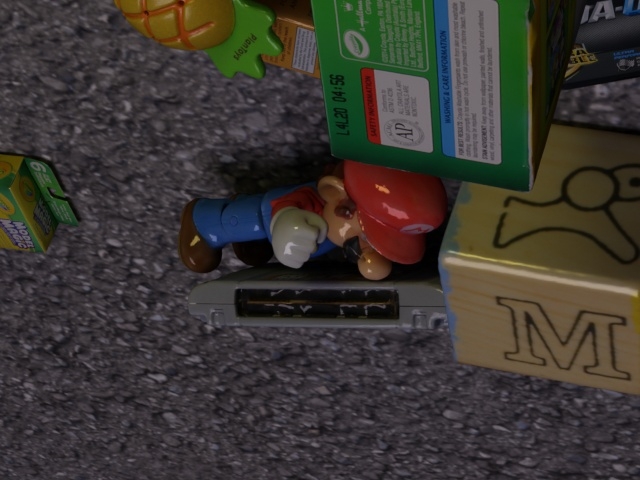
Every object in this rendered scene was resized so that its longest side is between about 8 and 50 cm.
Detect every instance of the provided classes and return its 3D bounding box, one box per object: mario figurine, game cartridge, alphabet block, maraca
[{"bbox_3d":[0.000,0.000,1.990,0.320,0.198,0.170,-11,123,45],"label":"mario figurine"},{"bbox_3d":[0.031,0.056,2.065,0.297,0.198,0.062,0,100,22],"label":"game cartridge"},{"bbox_3d":[0.240,0.014,1.876,0.197,0.192,0.193,10,148,17],"label":"alphabet block"},{"bbox_3d":[-0.114,-0.215,1.700,0.186,0.099,0.127,39,146,-3],"label":"maraca"}]

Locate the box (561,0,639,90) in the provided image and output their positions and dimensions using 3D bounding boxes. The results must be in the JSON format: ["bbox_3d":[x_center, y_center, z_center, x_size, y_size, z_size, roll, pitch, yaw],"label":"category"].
[{"bbox_3d":[0.251,-0.210,1.617,0.220,0.051,0.175,-8,141,12],"label":"box"}]

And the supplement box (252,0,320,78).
[{"bbox_3d":[-0.049,-0.219,1.794,0.233,0.078,0.080,16,147,6],"label":"supplement box"}]

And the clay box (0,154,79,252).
[{"bbox_3d":[-0.405,-0.048,2.257,0.222,0.053,0.127,7,145,21],"label":"clay box"}]

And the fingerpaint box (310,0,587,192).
[{"bbox_3d":[0.107,-0.319,1.293,0.163,0.371,0.445,11,147,14],"label":"fingerpaint box"}]
